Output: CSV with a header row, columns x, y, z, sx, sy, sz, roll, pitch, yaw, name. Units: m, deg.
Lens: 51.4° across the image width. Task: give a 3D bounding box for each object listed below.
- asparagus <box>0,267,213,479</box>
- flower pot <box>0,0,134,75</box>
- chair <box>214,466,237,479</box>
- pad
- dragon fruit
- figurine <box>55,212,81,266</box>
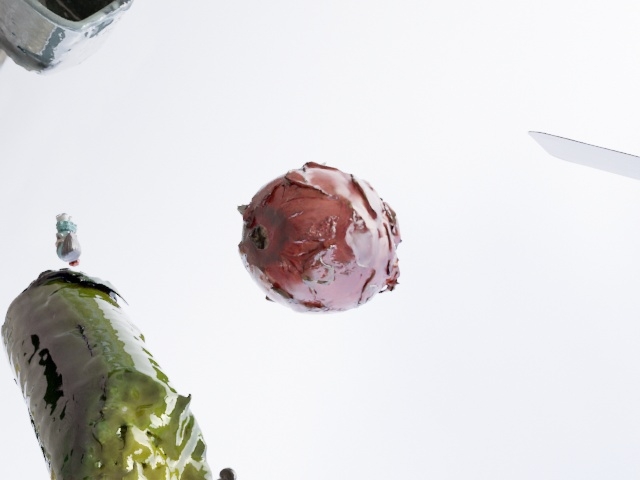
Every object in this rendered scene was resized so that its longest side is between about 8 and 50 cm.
x,y,z,sx,sy,sz,roll,pitch,yaw,name
-0.171,0.138,0.531,0.128,0.108,0.382,-49,-144,-7,asparagus
-0.278,-0.272,0.600,0.103,0.229,0.108,-37,-171,-35,flower pot
-0.325,0.504,0.748,0.362,0.410,0.365,-19,-104,30,chair
0.369,-0.073,0.731,0.267,0.181,0.004,22,-84,29,pad
0.000,0.000,1.245,0.295,0.301,0.296,-8,-102,42,dragon fruit
-0.503,-0.002,1.324,0.047,0.060,0.106,-15,-118,-5,figurine
